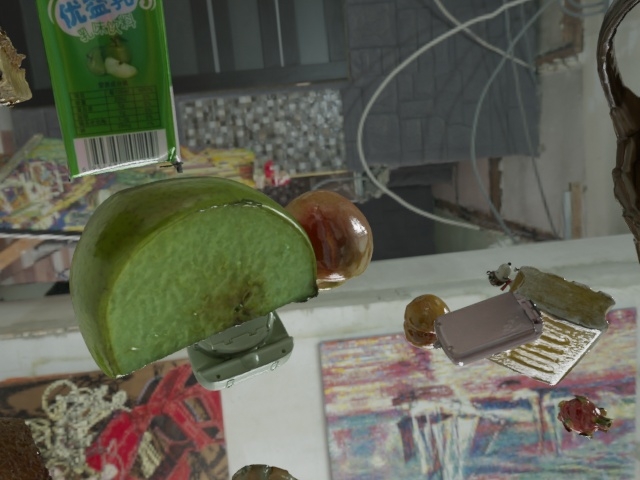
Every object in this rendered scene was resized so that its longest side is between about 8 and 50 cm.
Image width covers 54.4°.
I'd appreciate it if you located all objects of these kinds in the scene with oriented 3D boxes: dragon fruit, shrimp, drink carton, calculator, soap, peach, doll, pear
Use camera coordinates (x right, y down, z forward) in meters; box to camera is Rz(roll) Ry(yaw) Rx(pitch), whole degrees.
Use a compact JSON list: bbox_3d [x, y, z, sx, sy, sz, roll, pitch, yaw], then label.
[{"bbox_3d":[0.568,0.382,1.337,0.081,0.086,0.116,61,-14,-21],"label":"dragon fruit"},{"bbox_3d":[-0.030,0.334,0.768,0.099,0.180,0.041,-64,179,33],"label":"shrimp"},{"bbox_3d":[-0.206,-0.203,0.586,0.161,0.108,0.271,-133,-142,-56],"label":"drink carton"},{"bbox_3d":[0.259,0.137,0.974,0.100,0.175,0.032,-107,177,-53],"label":"calculator"},{"bbox_3d":[0.415,0.166,1.173,0.274,0.173,0.089,86,28,-58],"label":"soap"},{"bbox_3d":[0.274,0.210,1.584,0.138,0.138,0.138,174,-90,-86],"label":"peach"},{"bbox_3d":[0.000,0.000,1.105,0.184,0.184,0.184,174,-90,-86],"label":"peach"},{"bbox_3d":[0.375,0.085,1.241,0.085,0.058,0.040,53,25,7],"label":"doll"},{"bbox_3d":[-0.221,0.010,0.941,0.318,0.342,0.239,24,-52,52],"label":"pear"}]

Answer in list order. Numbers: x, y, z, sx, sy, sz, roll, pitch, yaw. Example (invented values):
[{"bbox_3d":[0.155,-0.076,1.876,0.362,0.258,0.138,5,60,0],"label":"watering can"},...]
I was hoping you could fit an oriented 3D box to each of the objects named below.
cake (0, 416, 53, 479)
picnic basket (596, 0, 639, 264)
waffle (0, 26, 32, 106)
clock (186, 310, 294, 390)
[{"bbox_3d":[-0.439,0.380,0.909,0.295,0.116,0.112,45,22,14],"label":"cake"},{"bbox_3d":[0.392,-0.128,0.527,0.293,0.337,0.337,5,-77,47],"label":"picnic basket"},{"bbox_3d":[-0.494,-0.202,0.744,0.376,0.260,0.114,-155,-131,-68],"label":"waffle"},{"bbox_3d":[-0.240,0.210,1.639,0.324,0.265,0.109,63,-20,20],"label":"clock"}]
